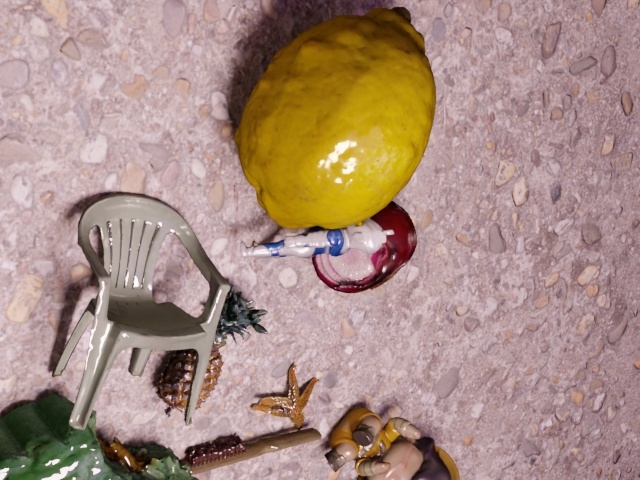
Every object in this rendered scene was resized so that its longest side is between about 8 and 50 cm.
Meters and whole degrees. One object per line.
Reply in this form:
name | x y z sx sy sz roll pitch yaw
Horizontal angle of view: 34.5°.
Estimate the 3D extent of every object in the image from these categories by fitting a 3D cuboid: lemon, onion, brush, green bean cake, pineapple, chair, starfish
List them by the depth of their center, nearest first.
chair | -0.259 0.096 1.430 0.203 0.190 0.274 8 110 -40
lemon | 0.029 -0.169 1.469 0.316 0.285 0.285 -34 133 20
green bean cake | -0.331 0.373 1.474 0.300 0.169 0.307 -21 117 -29
pineapple | -0.170 0.176 1.561 0.083 0.103 0.221 39 83 -39
onion | 0.062 -0.018 1.652 0.173 0.198 0.135 -26 170 18
brush | -0.110 0.336 1.693 0.248 0.043 0.036 -8 115 -29
starfish | -0.043 0.281 1.735 0.133 0.041 0.130 -35 126 -21

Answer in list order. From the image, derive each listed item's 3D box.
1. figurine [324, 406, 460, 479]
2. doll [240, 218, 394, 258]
figurine | 0.127 0.408 1.836 0.192 0.167 0.256 -42 104 -12
doll | 0.000 0.000 1.552 0.114 0.227 0.057 30 56 -76
